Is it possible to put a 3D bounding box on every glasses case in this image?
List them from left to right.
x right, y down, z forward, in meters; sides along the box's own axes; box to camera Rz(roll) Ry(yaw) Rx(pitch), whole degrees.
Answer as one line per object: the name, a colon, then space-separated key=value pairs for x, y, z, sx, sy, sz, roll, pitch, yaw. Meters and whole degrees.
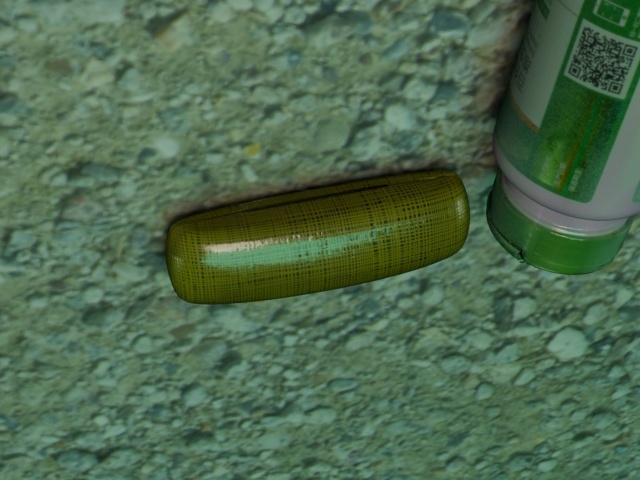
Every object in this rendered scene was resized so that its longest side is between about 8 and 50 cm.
glasses case: x=0.000 y=0.000 z=1.144 sx=0.234 sy=0.064 sz=0.079 roll=-10 pitch=127 yaw=-11

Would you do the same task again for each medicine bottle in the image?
medicine bottle: x=0.200 y=-0.107 z=1.071 sx=0.133 sy=0.133 sz=0.274 roll=-3 pitch=131 yaw=-19
